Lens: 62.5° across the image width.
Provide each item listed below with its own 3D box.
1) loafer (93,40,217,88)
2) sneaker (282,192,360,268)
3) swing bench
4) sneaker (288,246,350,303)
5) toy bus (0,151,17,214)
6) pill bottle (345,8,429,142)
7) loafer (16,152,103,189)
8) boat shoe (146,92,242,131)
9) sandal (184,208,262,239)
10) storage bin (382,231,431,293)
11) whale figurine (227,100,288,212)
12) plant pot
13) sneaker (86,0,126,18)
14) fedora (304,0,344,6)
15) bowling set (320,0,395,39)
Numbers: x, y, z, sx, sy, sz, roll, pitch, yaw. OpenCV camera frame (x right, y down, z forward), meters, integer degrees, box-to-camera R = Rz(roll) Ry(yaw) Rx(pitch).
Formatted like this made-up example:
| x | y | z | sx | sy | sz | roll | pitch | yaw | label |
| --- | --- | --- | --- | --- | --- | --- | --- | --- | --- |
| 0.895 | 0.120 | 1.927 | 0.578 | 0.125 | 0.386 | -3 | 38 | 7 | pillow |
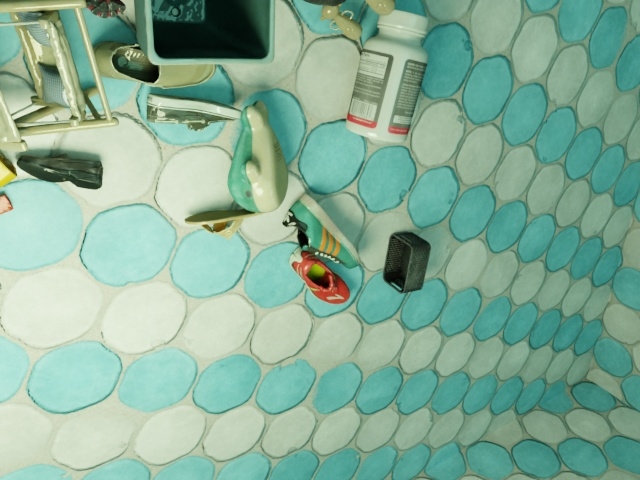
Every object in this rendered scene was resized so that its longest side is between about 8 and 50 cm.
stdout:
| x | y | z | sx | sy | sz | roll | pitch | yaw | label |
| --- | --- | --- | --- | --- | --- | --- | --- | --- | --- |
| -0.346 | -0.375 | 1.138 | 0.268 | 0.092 | 0.102 | -10 | 119 | -29 | loafer |
| 0.000 | 0.000 | 1.559 | 0.121 | 0.108 | 0.302 | -45 | 122 | -5 | sneaker |
| -0.541 | -0.318 | 0.957 | 0.254 | 0.165 | 0.253 | -23 | 140 | -23 | swing bench |
| 0.009 | 0.131 | 1.617 | 0.107 | 0.118 | 0.279 | -49 | 130 | -2 | sneaker |
| -0.703 | -0.112 | 1.029 | 0.190 | 0.104 | 0.202 | 2 | 112 | -34 | toy bus |
| 0.184 | -0.435 | 1.404 | 0.176 | 0.176 | 0.319 | 0 | 114 | -33 | pill bottle |
| -0.559 | -0.159 | 1.141 | 0.170 | 0.062 | 0.061 | 13 | 67 | -31 | loafer |
| -0.293 | -0.293 | 1.231 | 0.219 | 0.078 | 0.070 | 2 | 112 | -25 | boat shoe |
| -0.233 | -0.042 | 1.388 | 0.240 | 0.088 | 0.079 | -18 | 116 | -31 | sandal |
| 0.288 | 0.074 | 1.770 | 0.084 | 0.122 | 0.180 | -8 | 118 | -30 | storage bin |
| -0.169 | -0.203 | 1.312 | 0.141 | 0.216 | 0.272 | -1 | 115 | 14 | whale figurine |
| -0.251 | -0.492 | 1.037 | 0.247 | 0.252 | 0.248 | -11 | 119 | -28 | plant pot |
| -0.427 | -0.562 | 0.937 | 0.120 | 0.112 | 0.299 | -24 | 138 | -37 | sneaker |
| 0.005 | -0.616 | 1.120 | 0.333 | 0.334 | 0.153 | -23 | 154 | -22 | fedora |
| 0.119 | -0.653 | 1.281 | 0.287 | 0.200 | 0.154 | -26 | 144 | 38 | bowling set |
